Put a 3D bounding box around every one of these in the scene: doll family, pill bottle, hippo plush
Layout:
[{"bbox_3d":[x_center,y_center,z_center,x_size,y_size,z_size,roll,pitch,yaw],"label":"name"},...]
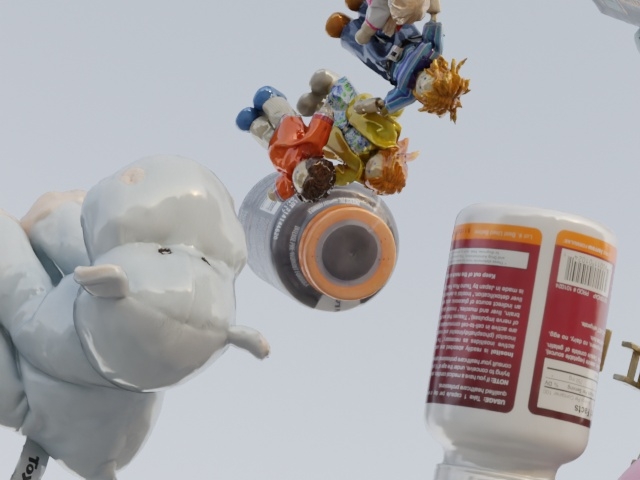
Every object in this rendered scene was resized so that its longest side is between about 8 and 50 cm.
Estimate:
[{"bbox_3d":[0.049,-0.133,1.350,0.118,0.163,0.263,12,-64,-36],"label":"doll family"},{"bbox_3d":[0.099,0.063,0.820,0.086,0.152,0.086,10,-8,2],"label":"pill bottle"},{"bbox_3d":[0.000,0.000,1.581,0.130,0.246,0.130,-2,-83,-13],"label":"pill bottle"},{"bbox_3d":[-0.173,0.053,1.166,0.234,0.294,0.236,19,-33,-18],"label":"hippo plush"}]

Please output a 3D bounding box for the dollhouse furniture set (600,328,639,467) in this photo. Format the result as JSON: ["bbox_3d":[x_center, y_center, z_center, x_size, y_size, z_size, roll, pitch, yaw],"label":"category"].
[{"bbox_3d":[0.243,0.169,1.328,0.161,0.182,0.101,13,-9,20],"label":"dollhouse furniture set"}]

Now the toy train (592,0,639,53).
[{"bbox_3d":[0.290,-0.168,1.087,0.142,0.334,0.190,-46,-60,-1],"label":"toy train"}]

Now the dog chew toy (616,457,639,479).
[{"bbox_3d":[0.287,0.225,0.839,0.207,0.332,0.206,-11,-69,-30],"label":"dog chew toy"}]
